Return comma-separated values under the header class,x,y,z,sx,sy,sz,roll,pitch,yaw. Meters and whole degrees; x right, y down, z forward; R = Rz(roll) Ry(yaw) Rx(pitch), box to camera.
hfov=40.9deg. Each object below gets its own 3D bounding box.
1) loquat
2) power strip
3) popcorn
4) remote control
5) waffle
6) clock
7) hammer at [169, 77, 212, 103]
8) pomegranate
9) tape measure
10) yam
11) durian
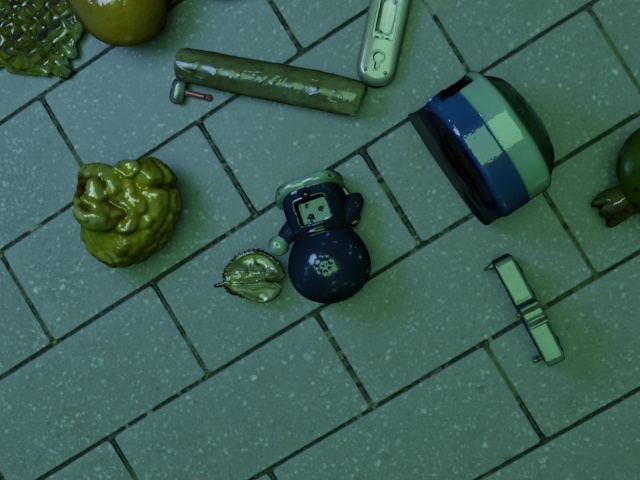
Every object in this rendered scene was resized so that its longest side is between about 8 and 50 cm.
class,x,y,z,sx,sy,sz,roll,pitch,yaw
loquat,-0.376,-0.469,1.621,0.208,0.208,0.208,0,92,7
power strip,0.378,0.131,1.575,0.061,0.145,0.216,-29,88,6
popcorn,-0.377,-0.056,1.637,0.226,0.203,0.200,-22,79,25
remote control,0.122,-0.402,1.637,0.078,0.042,0.222,12,93,6
waffle,-0.580,-0.435,1.720,0.223,0.054,0.204,7,93,8
clock,0.000,0.000,1.623,0.199,0.146,0.243,-16,83,3
hammer,-0.255,-0.290,1.700,0.083,0.031,0.053,13,97,-4
pomegranate,0.604,-0.103,1.531,0.248,0.202,0.202,-37,87,38
tape measure,0.294,-0.174,1.527,0.138,0.262,0.259,-35,88,-3
yam,-0.096,-0.307,1.651,0.371,0.083,0.083,13,94,7
durian,-0.140,0.071,1.675,0.140,0.071,0.111,-12,96,-6
